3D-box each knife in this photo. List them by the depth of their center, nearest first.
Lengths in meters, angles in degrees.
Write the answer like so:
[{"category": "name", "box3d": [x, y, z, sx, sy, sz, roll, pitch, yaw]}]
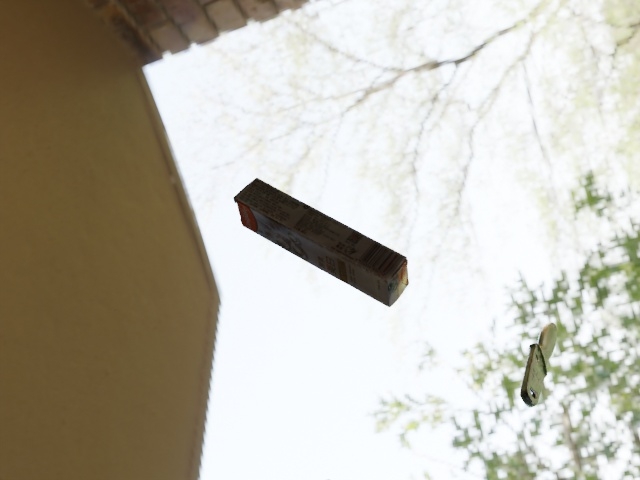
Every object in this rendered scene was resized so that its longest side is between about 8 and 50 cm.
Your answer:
[{"category": "knife", "box3d": [0.274, 0.146, 1.336, 0.043, 0.019, 0.293, 68, -159, -7]}]

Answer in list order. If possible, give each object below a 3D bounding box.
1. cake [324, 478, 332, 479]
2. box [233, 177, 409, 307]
[{"category": "cake", "box3d": [0.052, 0.514, 1.401, 0.282, 0.255, 0.290, 53, 174, -37]}, {"category": "box", "box3d": [0.000, 0.000, 1.199, 0.039, 0.218, 0.055, -48, -30, -25]}]
